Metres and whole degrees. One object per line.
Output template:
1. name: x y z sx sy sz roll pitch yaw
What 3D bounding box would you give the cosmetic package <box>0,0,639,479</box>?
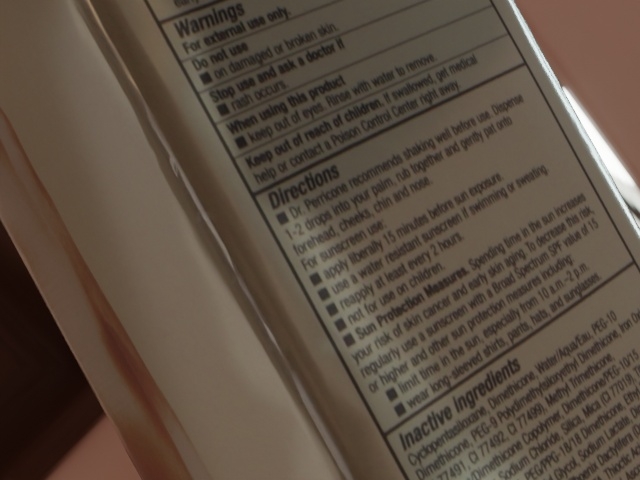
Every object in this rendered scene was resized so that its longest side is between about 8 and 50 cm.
1. cosmetic package: 0.000 0.000 0.413 0.153 0.296 0.129 -26 178 -36
